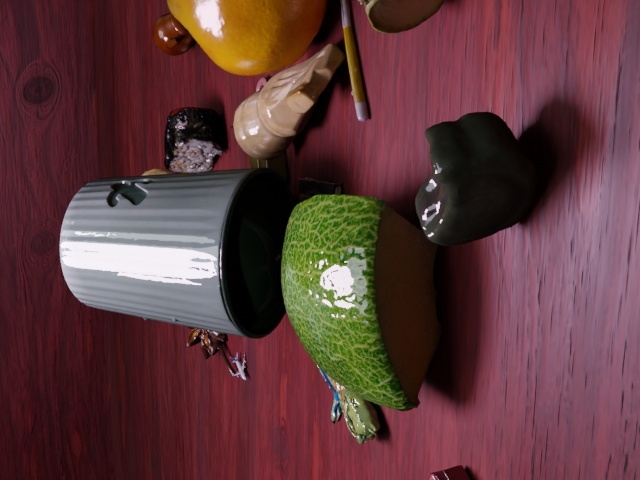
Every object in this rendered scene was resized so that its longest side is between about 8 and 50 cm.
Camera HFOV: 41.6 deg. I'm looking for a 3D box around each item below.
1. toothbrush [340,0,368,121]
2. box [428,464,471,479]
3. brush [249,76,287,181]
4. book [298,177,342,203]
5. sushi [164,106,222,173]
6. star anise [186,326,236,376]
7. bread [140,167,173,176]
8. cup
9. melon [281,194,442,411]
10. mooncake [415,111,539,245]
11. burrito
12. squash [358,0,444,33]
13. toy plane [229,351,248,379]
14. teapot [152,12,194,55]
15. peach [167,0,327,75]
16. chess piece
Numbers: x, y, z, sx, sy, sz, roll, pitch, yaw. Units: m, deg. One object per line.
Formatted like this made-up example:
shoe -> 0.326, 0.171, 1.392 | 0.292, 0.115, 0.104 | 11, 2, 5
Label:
toothbrush -> 0.048, -0.340, 1.434 | 0.024, 0.021, 0.288 | 145, 117, -73
box -> 0.193, 0.422, 1.249 | 0.156, 0.060, 0.111 | 105, 148, -41
brush -> -0.119, -0.229, 1.775 | 0.103, 0.047, 0.233 | -13, 82, 64
book -> -0.001, 0.000, 1.603 | 0.157, 0.026, 0.231 | 15, 109, 63
sushi -> -0.324, -0.247, 2.100 | 0.225, 0.136, 0.126 | 158, 113, -68
star anise -> -0.289, 0.253, 2.200 | 0.177, 0.073, 0.234 | -24, 70, 48
bread -> -0.399, -0.075, 2.225 | 0.244, 0.134, 0.244 | 32, 154, 18
cup -> -0.239, 0.020, 1.636 | 0.392, 0.401, 0.310 | 4, 83, 23
melon -> 0.042, 0.077, 1.354 | 0.343, 0.226, 0.331 | -1, 112, 51
mooncake -> 0.181, -0.074, 1.050 | 0.175, 0.168, 0.104 | -52, 46, 35
burrito -> 0.033, 0.266, 1.554 | 0.288, 0.054, 0.104 | 58, 144, 43
squash -> 0.090, -0.405, 1.232 | 0.093, 0.169, 0.252 | 46, -175, -43
toy plane -> -0.198, 0.314, 2.079 | 0.084, 0.024, 0.078 | 49, 122, 39
teapot -> -0.368, -0.547, 2.177 | 0.116, 0.116, 0.173 | 112, 170, -45
peach -> -0.111, -0.452, 1.471 | 0.308, 0.289, 0.289 | -41, 51, 19
chess piece -> -0.054, -0.260, 1.563 | 0.301, 0.137, 0.137 | -31, 68, 58
